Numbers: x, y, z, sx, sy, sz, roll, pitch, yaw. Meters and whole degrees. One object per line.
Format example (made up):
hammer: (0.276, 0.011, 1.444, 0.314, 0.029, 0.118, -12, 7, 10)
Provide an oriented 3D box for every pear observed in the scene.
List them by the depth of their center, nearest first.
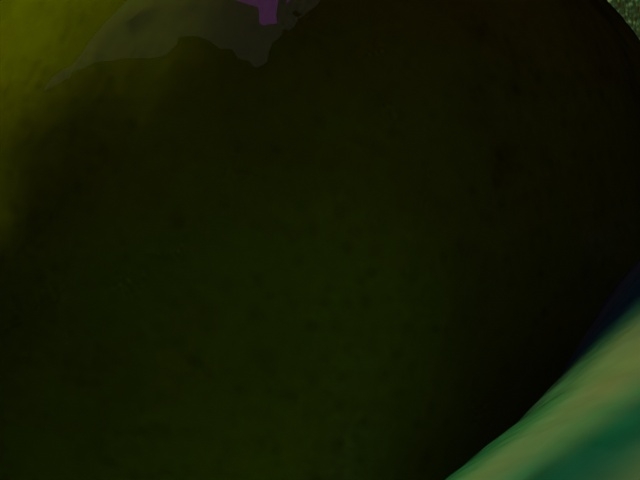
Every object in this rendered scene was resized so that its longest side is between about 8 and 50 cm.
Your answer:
pear: (0.000, 0.000, 0.593, 0.375, 0.287, 0.287, -12, 15, -37)

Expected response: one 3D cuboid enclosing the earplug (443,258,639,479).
earplug: (0.048, 0.111, 0.310, 0.185, 0.185, 0.324, 6, 18, 38)
